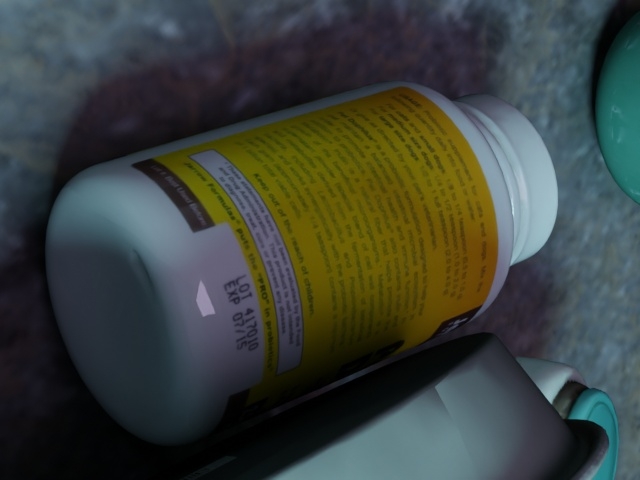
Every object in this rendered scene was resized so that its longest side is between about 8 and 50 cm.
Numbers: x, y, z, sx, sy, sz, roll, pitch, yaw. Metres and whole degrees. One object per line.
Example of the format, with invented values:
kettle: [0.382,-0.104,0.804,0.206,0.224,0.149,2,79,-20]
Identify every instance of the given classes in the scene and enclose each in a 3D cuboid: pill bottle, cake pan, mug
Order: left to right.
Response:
cake pan: [-0.040,0.112,0.521,0.293,0.293,0.054,-25,87,-34]
pill bottle: [0.000,0.000,0.620,0.215,0.117,0.117,-20,110,-35]
mug: [0.224,-0.080,0.802,0.157,0.097,0.129,-31,116,-32]

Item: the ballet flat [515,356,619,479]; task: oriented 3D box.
ballet flat: [0.019,0.220,0.629,0.139,0.139,0.400,51,50,-33]
